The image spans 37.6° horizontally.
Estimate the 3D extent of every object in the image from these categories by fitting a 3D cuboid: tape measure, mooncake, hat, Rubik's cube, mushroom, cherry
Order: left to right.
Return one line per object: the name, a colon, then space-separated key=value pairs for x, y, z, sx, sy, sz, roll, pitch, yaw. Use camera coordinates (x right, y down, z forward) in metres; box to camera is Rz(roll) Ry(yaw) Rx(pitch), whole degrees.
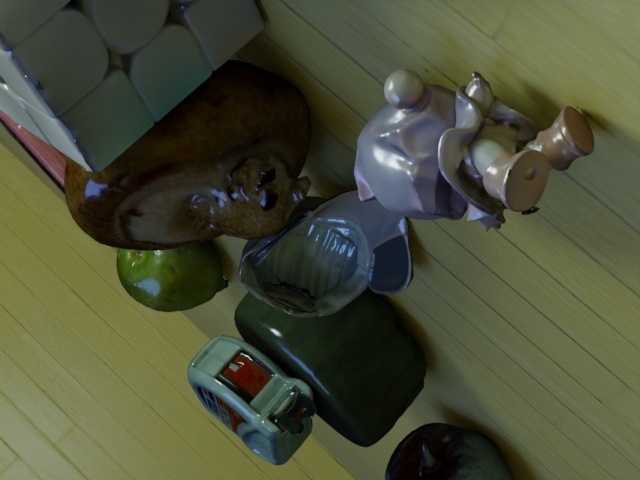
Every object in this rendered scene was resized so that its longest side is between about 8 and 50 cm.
Rubik's cube: x=-0.296 y=-0.308 z=1.100 sx=0.291 sy=0.290 sz=0.291 roll=31 pitch=158 yaw=40
mushroom: x=-0.166 y=-0.076 z=1.243 sx=0.345 sy=0.345 sz=0.260 roll=91 pitch=156 yaw=-66
tape measure: x=-0.109 y=0.267 z=1.619 sx=0.246 sy=0.125 sz=0.243 roll=38 pitch=157 yaw=17
hat: x=0.004 y=-0.001 z=1.345 sx=0.231 sy=0.161 sz=0.275 roll=9 pitch=151 yaw=-24
mooncake: x=0.019 y=0.185 z=1.666 sx=0.356 sy=0.194 sz=0.356 roll=43 pitch=166 yaw=13
cherry: x=0.247 y=0.459 z=1.733 sx=0.296 sy=0.218 sz=0.255 roll=44 pitch=167 yaw=-34

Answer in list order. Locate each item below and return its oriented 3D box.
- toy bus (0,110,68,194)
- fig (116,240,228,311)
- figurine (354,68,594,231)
toy bus: x=-0.458 y=-0.203 z=1.781 sx=0.427 sy=0.203 sz=0.233 roll=48 pitch=173 yaw=0
fig: x=-0.311 y=0.051 z=2.179 sx=0.314 sy=0.233 sz=0.233 roll=4 pitch=-173 yaw=-33
figurine: x=0.134 y=-0.080 z=0.907 sx=0.200 sy=0.133 sz=0.276 roll=35 pitch=170 yaw=-27
